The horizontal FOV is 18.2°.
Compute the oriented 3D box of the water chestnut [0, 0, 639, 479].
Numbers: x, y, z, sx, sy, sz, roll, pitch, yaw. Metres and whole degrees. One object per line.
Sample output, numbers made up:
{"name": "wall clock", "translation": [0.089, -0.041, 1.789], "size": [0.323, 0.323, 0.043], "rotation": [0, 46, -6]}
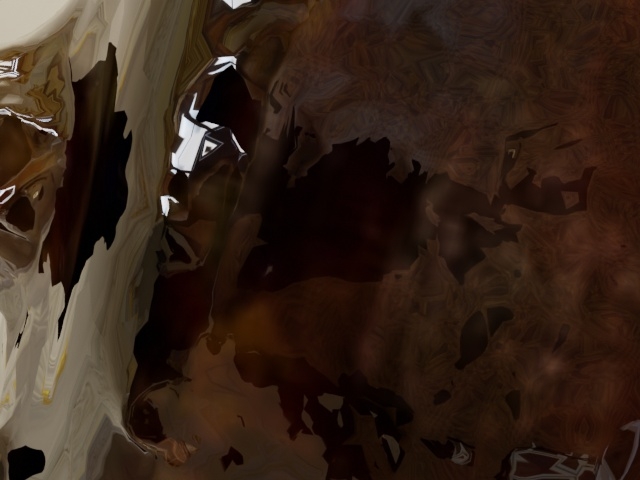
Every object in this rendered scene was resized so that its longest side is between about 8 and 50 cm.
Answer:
{"name": "water chestnut", "translation": [0.000, 0.000, 0.529], "size": [0.302, 0.350, 0.350], "rotation": [18, -102, -12]}
